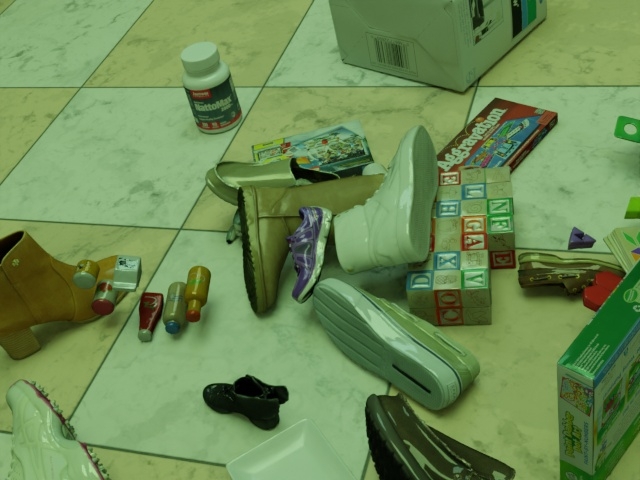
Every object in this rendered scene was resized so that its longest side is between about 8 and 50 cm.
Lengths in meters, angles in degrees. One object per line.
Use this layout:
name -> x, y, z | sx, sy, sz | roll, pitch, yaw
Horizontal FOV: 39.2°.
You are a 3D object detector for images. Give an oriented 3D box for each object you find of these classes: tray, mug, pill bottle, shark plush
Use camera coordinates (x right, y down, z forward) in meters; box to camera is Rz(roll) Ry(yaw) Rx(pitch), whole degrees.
tray -> -0.011, 0.366, 1.219 | 0.145, 0.030, 0.270 | -28, 43, -15
mug -> 0.112, -0.112, 1.717 | 0.062, 0.078, 0.064 | -42, 30, 16
pill bottle -> -0.243, -0.335, 1.968 | 0.108, 0.180, 0.108 | -9, 41, 7
shark plush -> -0.136, -0.062, 1.713 | 0.073, 0.067, 0.161 | 1, 43, 17

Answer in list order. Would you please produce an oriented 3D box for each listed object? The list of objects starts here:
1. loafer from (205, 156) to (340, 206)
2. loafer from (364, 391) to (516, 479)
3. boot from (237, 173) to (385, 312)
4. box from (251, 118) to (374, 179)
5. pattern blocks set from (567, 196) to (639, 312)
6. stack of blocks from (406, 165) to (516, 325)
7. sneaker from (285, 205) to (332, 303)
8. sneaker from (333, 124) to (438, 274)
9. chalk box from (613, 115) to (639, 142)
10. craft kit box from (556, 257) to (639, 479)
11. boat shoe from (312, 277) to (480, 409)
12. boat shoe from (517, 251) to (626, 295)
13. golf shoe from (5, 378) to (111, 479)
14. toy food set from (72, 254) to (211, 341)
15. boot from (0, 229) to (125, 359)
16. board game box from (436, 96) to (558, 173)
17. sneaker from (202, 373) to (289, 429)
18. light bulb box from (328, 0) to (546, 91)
loafer -> -0.078, -0.111, 1.671 | 0.268, 0.092, 0.102 | 10, 37, -7
loafer -> 0.185, 0.328, 1.146 | 0.130, 0.134, 0.366 | -26, 51, -19
boot -> 0.000, 0.000, 1.571 | 0.269, 0.089, 0.236 | -3, 81, -14
box -> -0.016, -0.158, 1.804 | 0.233, 0.044, 0.159 | -14, 41, 0
pattern blocks set -> 0.547, 0.029, 1.396 | 0.324, 0.026, 0.285 | 4, 41, 0
stack of blocks -> 0.240, 0.005, 1.512 | 0.171, 0.087, 0.297 | -3, 42, 13
sneaker -> -0.027, 0.023, 1.496 | 0.071, 0.068, 0.170 | 11, 68, 0
sneaker -> 0.102, -0.070, 1.511 | 0.169, 0.108, 0.293 | -16, 40, 30
chalk box -> 0.631, -0.186, 1.586 | 0.213, 0.132, 0.132 | 6, 45, 23
craft kit box -> 0.393, 0.167, 1.165 | 0.061, 0.247, 0.250 | 22, 52, 38
boat shoe -> 0.111, 0.151, 1.392 | 0.094, 0.109, 0.302 | -23, 46, -36
boat shoe -> 0.403, 0.060, 1.434 | 0.178, 0.064, 0.060 | 7, 77, 11
golf shoe -> -0.419, 0.320, 1.331 | 0.140, 0.115, 0.306 | -36, 44, -19
toy food set -> -0.308, 0.103, 1.534 | 0.232, 0.111, 0.105 | 6, 45, -4
boot -> -0.465, 0.057, 1.562 | 0.295, 0.211, 0.104 | -38, 47, -26
board game box -> 0.328, -0.181, 1.747 | 0.145, 0.027, 0.281 | 21, 52, 36
sneaker -> -0.117, 0.231, 1.358 | 0.170, 0.089, 0.051 | 17, 49, 31
light bulb box -> 0.268, -0.552, 2.033 | 0.358, 0.225, 0.361 | 23, 52, 36
